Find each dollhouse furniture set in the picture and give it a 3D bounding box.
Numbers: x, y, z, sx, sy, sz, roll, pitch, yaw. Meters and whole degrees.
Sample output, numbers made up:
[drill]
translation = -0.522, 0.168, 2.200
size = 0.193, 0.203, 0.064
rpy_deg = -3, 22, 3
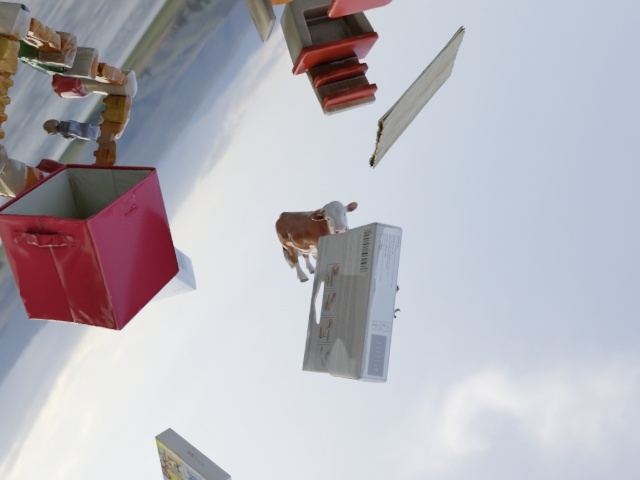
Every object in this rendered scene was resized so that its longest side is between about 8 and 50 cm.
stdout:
[dollhouse furniture set]
translation = 0.046, -0.258, 0.852
size = 0.262, 0.135, 0.259
rpy_deg = -19, 167, -22

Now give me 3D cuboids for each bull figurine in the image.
[bull figurine]
translation = 0.000, 0.000, 1.843
size = 0.101, 0.188, 0.310
rpy_deg = -20, -169, -29

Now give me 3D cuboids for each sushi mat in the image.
[sushi mat]
translation = 0.191, -0.284, 1.589
size = 0.316, 0.019, 0.151
rpy_deg = -50, 167, -28

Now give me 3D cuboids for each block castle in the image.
[block castle]
translation = -0.524, -0.222, 1.403
size = 0.453, 0.212, 0.303
rpy_deg = 15, 84, -77

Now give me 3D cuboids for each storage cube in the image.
[storage cube]
translation = -0.358, 0.005, 1.269
size = 0.183, 0.193, 0.215
rpy_deg = 4, -151, 22

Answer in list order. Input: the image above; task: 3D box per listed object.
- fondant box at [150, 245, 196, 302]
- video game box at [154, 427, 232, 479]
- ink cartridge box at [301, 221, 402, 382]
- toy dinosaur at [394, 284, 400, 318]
[fondant box]
translation = -0.506, 0.098, 2.001
size = 0.330, 0.238, 0.096
rpy_deg = -17, -109, 6
[video game box]
translation = -0.256, 0.511, 1.668
size = 0.205, 0.187, 0.048
rpy_deg = 26, -137, 37
[ink cartridge box]
translation = 0.060, 0.126, 1.602
size = 0.261, 0.066, 0.296
rpy_deg = 167, -68, -65
[toy dinosaur]
translation = 0.106, 0.168, 1.745
size = 0.183, 0.053, 0.092
rpy_deg = -28, -138, -10
